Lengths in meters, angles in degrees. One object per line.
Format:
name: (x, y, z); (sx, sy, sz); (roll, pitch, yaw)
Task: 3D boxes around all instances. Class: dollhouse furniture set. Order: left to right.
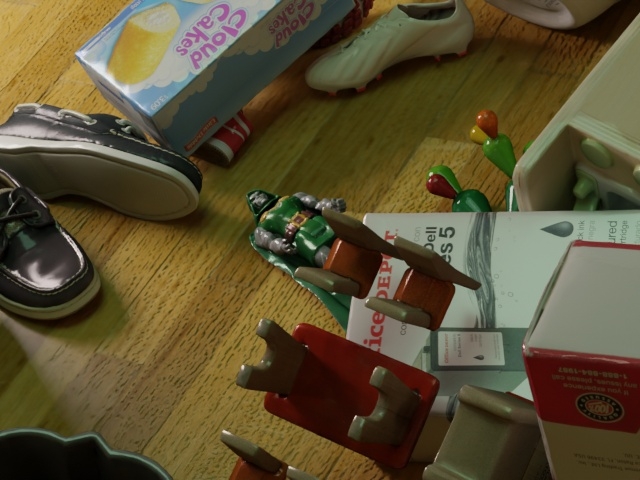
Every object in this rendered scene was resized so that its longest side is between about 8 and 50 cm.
dollhouse furniture set: (0.065, 0.142, 1.537); (0.259, 0.135, 0.262); (22, 86, 35)

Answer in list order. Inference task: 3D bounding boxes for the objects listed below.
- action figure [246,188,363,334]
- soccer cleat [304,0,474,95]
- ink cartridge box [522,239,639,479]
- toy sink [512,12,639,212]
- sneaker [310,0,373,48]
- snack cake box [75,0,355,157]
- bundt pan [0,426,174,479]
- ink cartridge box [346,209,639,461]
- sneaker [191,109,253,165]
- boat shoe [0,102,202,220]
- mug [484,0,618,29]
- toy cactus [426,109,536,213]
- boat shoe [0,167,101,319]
action figure: (0.000, 0.000, 1.887); (0.137, 0.063, 0.232); (-41, 41, -20)
soccer cleat: (0.072, -0.221, 2.089); (0.196, 0.076, 0.068); (-18, 40, 2)
ink cartridge box: (0.293, 0.156, 1.405); (0.226, 0.306, 0.131); (5, 46, 25)
toy sink: (0.297, -0.077, 1.686); (0.131, 0.153, 0.234); (30, 69, 29)
sneaker: (-0.047, -0.267, 2.180); (0.225, 0.088, 0.093); (-17, 39, 2)
snack cake box: (-0.114, -0.229, 2.063); (0.264, 0.089, 0.152); (-43, 52, -11)
bundt pan: (-0.234, 0.321, 1.531); (0.331, 0.124, 0.331); (-3, 52, 3)
ink cartridge box: (0.165, 0.085, 1.644); (0.273, 0.115, 0.198); (-1, 63, 20)
sneaker: (-0.127, -0.127, 2.087); (0.118, 0.042, 0.067); (25, 60, 30)
boat shoe: (-0.241, -0.096, 2.042); (0.302, 0.114, 0.091); (12, 55, 31)
mug: (0.260, -0.410, 2.095); (0.328, 0.276, 0.374); (-63, 18, -7)
toy cactus: (0.192, -0.030, 1.826); (0.219, 0.112, 0.180); (12, 59, 18)
boat shoe: (-0.332, -0.012, 1.998); (0.103, 0.092, 0.285); (-34, 42, -17)
